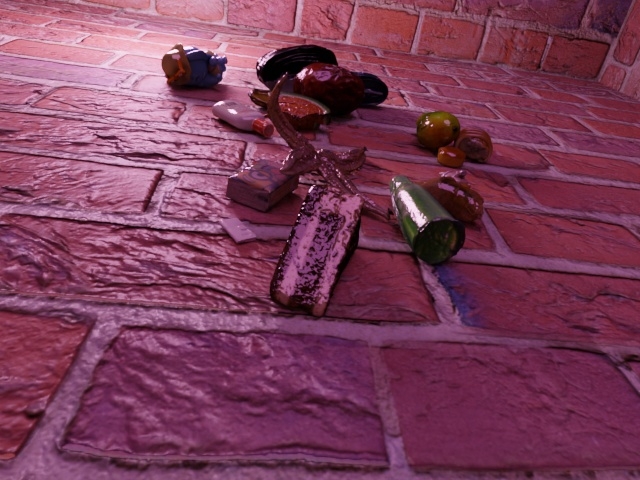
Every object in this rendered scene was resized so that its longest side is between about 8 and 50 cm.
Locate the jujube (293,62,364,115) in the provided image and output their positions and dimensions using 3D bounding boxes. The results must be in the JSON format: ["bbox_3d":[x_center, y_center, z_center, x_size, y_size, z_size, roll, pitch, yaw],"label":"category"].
[{"bbox_3d":[0.028,-0.513,1.694,0.243,0.183,0.183,-9,35,-33],"label":"jujube"}]

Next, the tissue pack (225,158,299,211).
[{"bbox_3d":[-0.126,-0.128,1.121,0.108,0.060,0.148,22,33,16],"label":"tissue pack"}]

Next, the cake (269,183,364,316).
[{"bbox_3d":[-0.002,0.001,0.867,0.112,0.135,0.246,17,31,10],"label":"cake"}]

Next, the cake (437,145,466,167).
[{"bbox_3d":[0.391,-0.252,1.499,0.084,0.044,0.084,9,30,-5],"label":"cake"}]

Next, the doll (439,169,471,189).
[{"bbox_3d":[0.343,-0.148,1.268,0.073,0.084,0.127,0,40,-21],"label":"doll"}]

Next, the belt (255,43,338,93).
[{"bbox_3d":[-0.087,-0.609,1.807,0.289,0.184,0.164,-9,25,-16],"label":"belt"}]

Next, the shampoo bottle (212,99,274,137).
[{"bbox_3d":[-0.224,-0.364,1.499,0.221,0.051,0.108,33,37,33],"label":"shampoo bottle"}]

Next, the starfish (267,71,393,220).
[{"bbox_3d":[0.016,-0.210,1.192,0.398,0.132,0.384,37,19,-35],"label":"starfish"}]

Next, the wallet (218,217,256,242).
[{"bbox_3d":[-0.162,-0.019,0.975,0.044,0.011,0.083,-14,37,-35],"label":"wallet"}]

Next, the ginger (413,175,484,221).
[{"bbox_3d":[0.304,-0.101,1.188,0.190,0.069,0.095,30,49,28],"label":"ginger"}]

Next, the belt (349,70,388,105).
[{"bbox_3d":[0.139,-0.578,1.896,0.218,0.122,0.128,1,28,-13],"label":"belt"}]

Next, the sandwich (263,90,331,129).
[{"bbox_3d":[-0.076,-0.396,1.583,0.235,0.079,0.159,13,40,13],"label":"sandwich"}]

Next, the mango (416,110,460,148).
[{"bbox_3d":[0.361,-0.355,1.592,0.125,0.111,0.233,-12,24,-9],"label":"mango"}]

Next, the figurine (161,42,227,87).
[{"bbox_3d":[-0.435,-0.622,1.778,0.262,0.154,0.180,-19,30,-34],"label":"figurine"}]

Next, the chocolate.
[{"bbox_3d":[0.208,-0.064,1.080,0.110,0.110,0.291,4,28,-11],"label":"chocolate"}]

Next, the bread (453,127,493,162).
[{"bbox_3d":[0.483,-0.310,1.589,0.119,0.084,0.177,15,27,8],"label":"bread"}]

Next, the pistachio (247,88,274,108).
[{"bbox_3d":[-0.163,-0.474,1.705,0.173,0.049,0.089,13,51,-8],"label":"pistachio"}]
